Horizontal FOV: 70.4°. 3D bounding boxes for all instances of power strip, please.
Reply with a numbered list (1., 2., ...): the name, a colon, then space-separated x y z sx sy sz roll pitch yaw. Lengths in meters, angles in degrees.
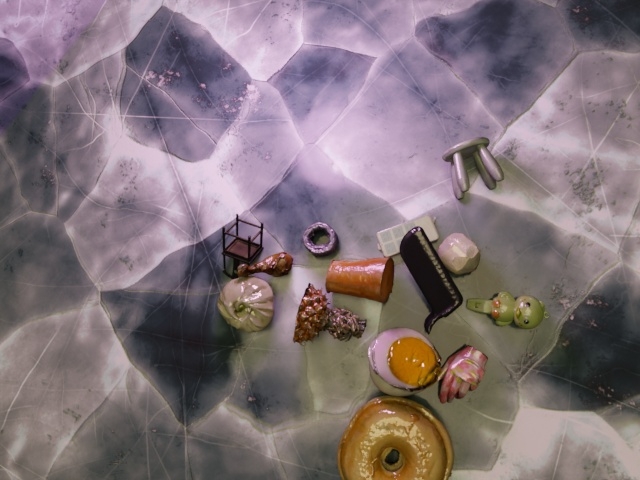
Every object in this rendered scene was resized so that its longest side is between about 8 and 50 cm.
1. power strip: 0.371 -0.018 1.929 0.270 0.046 0.118 -20 77 6

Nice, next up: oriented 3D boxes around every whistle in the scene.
1. whistle: 0.728 0.271 1.765 0.293 0.141 0.141 4 81 12

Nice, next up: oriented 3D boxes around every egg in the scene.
1. egg: 0.318 0.490 1.788 0.286 0.174 0.264 -22 56 -23

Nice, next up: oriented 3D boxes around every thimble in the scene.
1. thimble: 0.002 -0.001 1.967 0.149 0.098 0.150 -2 78 10

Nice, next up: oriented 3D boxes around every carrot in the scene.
1. carrot: 0.162 0.150 1.883 0.254 0.196 0.196 7 81 21

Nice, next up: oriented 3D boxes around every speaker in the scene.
1. speaker: 0.408 0.150 1.803 0.184 0.180 0.389 -29 86 6

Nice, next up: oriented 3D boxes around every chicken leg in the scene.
1. chicken leg: -0.236 0.112 1.954 0.251 0.087 0.108 -8 97 -20

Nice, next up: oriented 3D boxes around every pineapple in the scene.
1. pineapple: 0.048 0.327 1.827 0.271 0.262 0.263 15 83 6

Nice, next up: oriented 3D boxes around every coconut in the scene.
1. coconut: 0.560 0.060 1.822 0.162 0.161 0.161 43 89 22

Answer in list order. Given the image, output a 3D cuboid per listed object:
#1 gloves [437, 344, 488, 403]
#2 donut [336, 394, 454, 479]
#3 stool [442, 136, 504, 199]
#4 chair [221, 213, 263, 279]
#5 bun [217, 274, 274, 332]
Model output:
1. gloves: 0.539 0.529 1.762 0.145 0.126 0.241 35 80 9
2. donut: 0.281 0.818 1.714 0.448 0.198 0.450 -2 80 11
3. stool: 0.619 -0.295 1.858 0.195 0.195 0.199 -16 79 7
4. chair: -0.344 0.039 2.011 0.154 0.141 0.260 19 128 14
5. bun: -0.316 0.270 1.938 0.259 0.160 0.260 -1 85 7
